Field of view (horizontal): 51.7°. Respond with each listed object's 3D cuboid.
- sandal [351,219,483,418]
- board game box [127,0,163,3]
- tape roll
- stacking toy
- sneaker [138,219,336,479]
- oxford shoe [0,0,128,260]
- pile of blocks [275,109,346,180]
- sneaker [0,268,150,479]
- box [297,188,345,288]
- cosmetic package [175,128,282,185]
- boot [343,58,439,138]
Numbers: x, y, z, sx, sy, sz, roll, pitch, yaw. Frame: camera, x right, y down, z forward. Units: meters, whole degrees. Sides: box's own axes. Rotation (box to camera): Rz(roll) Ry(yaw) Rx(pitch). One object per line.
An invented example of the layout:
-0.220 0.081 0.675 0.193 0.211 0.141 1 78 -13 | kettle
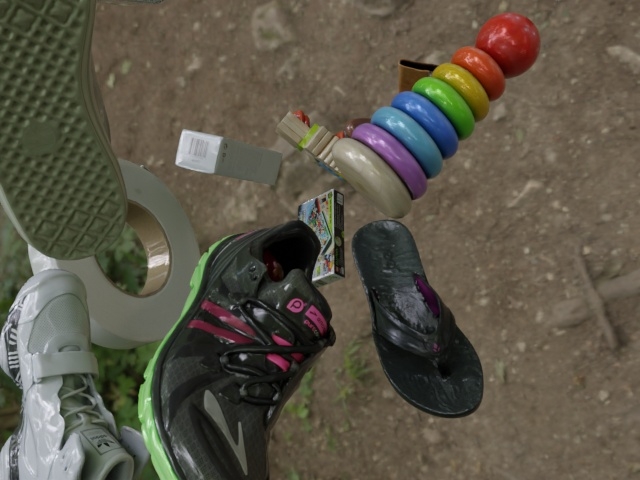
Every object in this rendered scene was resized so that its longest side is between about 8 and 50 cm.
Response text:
0.160 0.127 1.246 0.107 0.168 0.445 72 175 -54 | sandal
-0.401 -0.376 0.942 0.193 0.305 0.053 26 117 54 | board game box
-0.396 0.021 1.325 0.072 0.392 0.392 -21 76 29 | tape roll
0.173 -0.189 0.923 0.141 0.330 0.141 44 175 5 | stacking toy
-0.089 0.135 0.858 0.202 0.185 0.482 -28 36 26 | sneaker
-0.293 -0.181 0.638 0.130 0.169 0.449 -127 27 -45 | oxford shoe
0.027 -0.284 2.000 0.362 0.112 0.149 37 176 17 | pile of blocks
-0.338 0.225 0.924 0.210 0.137 0.365 2 86 35 | sneaker
0.000 0.000 1.448 0.114 0.036 0.207 -24 54 37 | box
-0.198 -0.180 1.462 0.117 0.231 0.085 16 95 30 | cosmetic package
0.183 -0.309 1.558 0.280 0.264 0.096 85 -152 -61 | boot
